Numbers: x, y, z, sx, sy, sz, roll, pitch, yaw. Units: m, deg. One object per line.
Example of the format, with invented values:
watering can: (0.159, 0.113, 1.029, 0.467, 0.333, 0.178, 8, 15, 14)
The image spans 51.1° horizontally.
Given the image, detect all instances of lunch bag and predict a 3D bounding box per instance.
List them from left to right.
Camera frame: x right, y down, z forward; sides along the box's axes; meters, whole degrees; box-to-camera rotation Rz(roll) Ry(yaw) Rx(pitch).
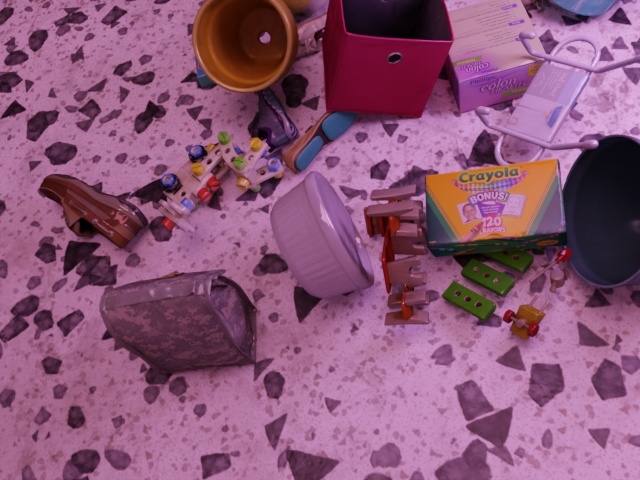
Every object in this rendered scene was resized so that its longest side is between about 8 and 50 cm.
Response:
lunch bag: (-0.285, 0.155, 1.387, 0.235, 0.287, 0.169, -9, 60, 10)

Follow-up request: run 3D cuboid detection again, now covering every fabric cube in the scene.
fabric cube: (0.146, -0.481, 1.618, 0.254, 0.258, 0.259, 2, 59, -10)

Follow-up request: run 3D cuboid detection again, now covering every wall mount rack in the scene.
wall mount rack: (0.511, -0.306, 1.424, 0.304, 0.130, 0.350, 30, 88, 39)

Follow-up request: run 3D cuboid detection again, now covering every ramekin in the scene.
ramekin: (0.000, 0.000, 1.427, 0.127, 0.273, 0.273, -28, 57, 12)

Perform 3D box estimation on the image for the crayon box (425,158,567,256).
crayon box: (0.365, -0.065, 1.408, 0.278, 0.081, 0.165, -6, 67, 21)

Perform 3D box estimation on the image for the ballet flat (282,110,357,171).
ballet flat: (-0.007, -0.270, 1.686, 0.232, 0.080, 0.073, -45, 44, -14)

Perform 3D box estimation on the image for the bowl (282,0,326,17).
bowl: (-0.041, -0.727, 1.885, 0.289, 0.289, 0.156, -45, 103, -13)

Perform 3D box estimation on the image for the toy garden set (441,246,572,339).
toy garden set: (0.407, 0.082, 1.385, 0.203, 0.049, 0.244, 30, 69, 39)

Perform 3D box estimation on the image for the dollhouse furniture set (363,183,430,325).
dollhouse furniture set: (0.147, 0.011, 1.400, 0.135, 0.262, 0.259, -5, 26, 13)

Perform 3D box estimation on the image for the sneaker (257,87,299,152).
sneaker: (-0.143, -0.329, 1.751, 0.098, 0.083, 0.224, -35, 53, 8)

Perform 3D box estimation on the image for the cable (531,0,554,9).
cable: (0.587, -0.723, 1.819, 0.139, 0.072, 0.287, -16, 46, 13)

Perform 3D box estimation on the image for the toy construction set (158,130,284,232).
toy construction set: (-0.270, -0.137, 1.641, 0.215, 0.151, 0.327, 36, 64, 28)

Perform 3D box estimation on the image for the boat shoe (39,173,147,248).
boat shoe: (-0.594, -0.072, 1.693, 0.324, 0.122, 0.120, 20, 71, 24)

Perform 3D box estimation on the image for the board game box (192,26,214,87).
board game box: (-0.280, -0.550, 1.926, 0.160, 0.047, 0.210, -14, 60, 6)

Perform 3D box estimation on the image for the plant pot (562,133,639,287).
plant pot: (0.637, -0.051, 1.302, 0.196, 0.293, 0.293, 3, 58, -15)

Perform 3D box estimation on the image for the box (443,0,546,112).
box: (0.419, -0.467, 1.665, 0.213, 0.117, 0.243, -14, 58, 6)

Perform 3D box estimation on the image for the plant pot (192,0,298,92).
plant pot: (-0.168, -0.517, 1.715, 0.254, 0.254, 0.239, -2, 18, 13)

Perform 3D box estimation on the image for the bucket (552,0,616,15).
bucket: (0.673, -0.708, 1.653, 0.281, 0.183, 0.281, 7, 60, -11)

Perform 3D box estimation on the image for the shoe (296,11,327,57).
shoe: (-0.010, -0.572, 1.855, 0.219, 0.076, 0.058, -38, 54, -11)
